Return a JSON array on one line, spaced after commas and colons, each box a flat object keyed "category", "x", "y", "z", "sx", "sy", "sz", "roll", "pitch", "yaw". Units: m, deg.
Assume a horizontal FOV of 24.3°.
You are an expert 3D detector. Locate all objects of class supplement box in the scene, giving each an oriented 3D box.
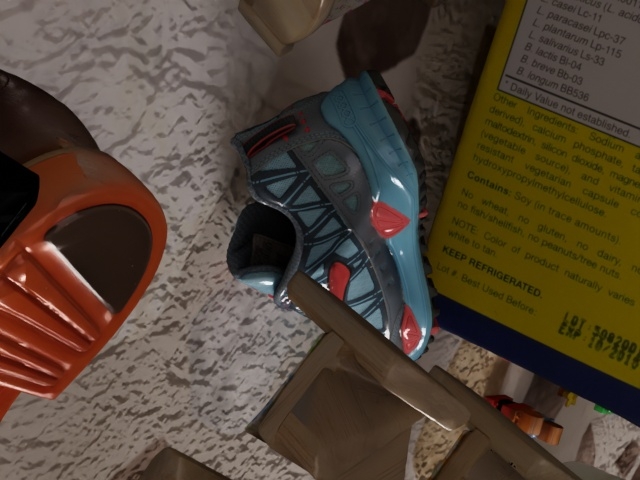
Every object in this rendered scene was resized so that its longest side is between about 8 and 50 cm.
[{"category": "supplement box", "x": 0.232, "y": -0.085, "z": 1.024, "sx": 0.195, "sy": 0.194, "sz": 0.356, "roll": -15, "pitch": 127, "yaw": -58}]

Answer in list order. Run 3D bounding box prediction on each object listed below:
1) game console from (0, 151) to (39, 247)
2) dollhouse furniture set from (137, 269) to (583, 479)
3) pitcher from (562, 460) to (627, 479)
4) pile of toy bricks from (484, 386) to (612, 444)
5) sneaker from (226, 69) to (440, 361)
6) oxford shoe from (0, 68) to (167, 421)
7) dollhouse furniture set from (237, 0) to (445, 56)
[{"category": "game console", "x": -0.294, "y": -0.012, "z": 0.504, "sx": 0.361, "sy": 0.213, "sz": 0.044, "roll": -9, "pitch": 112, "yaw": -35}, {"category": "dollhouse furniture set", "x": -0.001, "y": 0.247, "z": 0.973, "sx": 0.394, "sy": 0.256, "sz": 0.362, "roll": 35, "pitch": 92, "yaw": -34}, {"category": "pitcher", "x": 0.179, "y": 0.307, "z": 1.289, "sx": 0.178, "sy": 0.125, "sz": 0.207, "roll": 0, "pitch": 98, "yaw": -28}, {"category": "pile of toy bricks", "x": 0.237, "y": 0.121, "z": 1.257, "sx": 0.212, "sy": 0.105, "sz": 0.118, "roll": 2, "pitch": 106, "yaw": -50}, {"category": "sneaker", "x": 0.000, "y": 0.000, "z": 0.953, "sx": 0.125, "sy": 0.104, "sz": 0.262, "roll": -17, "pitch": 139, "yaw": -6}, {"category": "oxford shoe", "x": -0.232, "y": 0.075, "z": 0.692, "sx": 0.363, "sy": 0.133, "sz": 0.130, "roll": -44, "pitch": 149, "yaw": 1}, {"category": "dollhouse furniture set", "x": 0.055, "y": -0.133, "z": 0.767, "sx": 0.303, "sy": 0.174, "sz": 0.355, "roll": -33, "pitch": 165, "yaw": -23}]
